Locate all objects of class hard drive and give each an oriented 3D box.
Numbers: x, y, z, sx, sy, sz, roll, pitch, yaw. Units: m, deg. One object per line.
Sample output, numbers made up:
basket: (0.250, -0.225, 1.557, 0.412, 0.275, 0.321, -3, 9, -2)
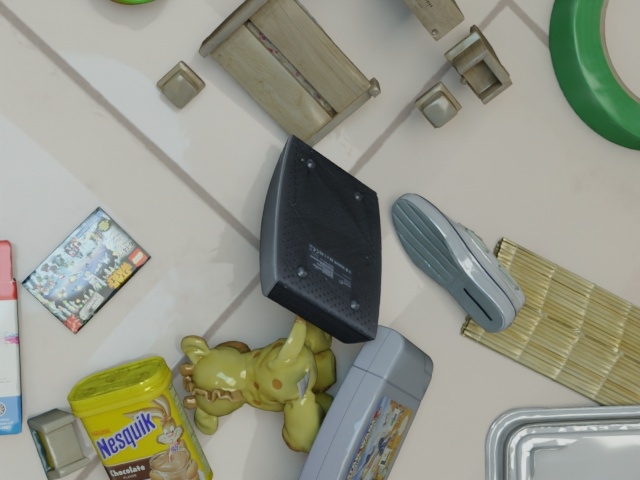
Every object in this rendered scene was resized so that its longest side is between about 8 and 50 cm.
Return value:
hard drive: (0.000, 0.000, 1.285, 0.172, 0.054, 0.254, 33, 39, -27)

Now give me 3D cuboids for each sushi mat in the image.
sushi mat: (0.360, 0.131, 1.471, 0.317, 0.019, 0.151, 27, 83, -12)

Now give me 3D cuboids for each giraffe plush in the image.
giraffe plush: (-0.082, 0.176, 1.295, 0.171, 0.210, 0.181, -4, 81, 13)

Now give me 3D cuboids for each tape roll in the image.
tape roll: (0.490, -0.290, 1.487, 0.321, 0.077, 0.321, 1, 88, -14)

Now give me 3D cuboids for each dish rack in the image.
dish rack: (0.400, 0.373, 1.430, 0.333, 0.072, 0.285, -1, 88, -8)

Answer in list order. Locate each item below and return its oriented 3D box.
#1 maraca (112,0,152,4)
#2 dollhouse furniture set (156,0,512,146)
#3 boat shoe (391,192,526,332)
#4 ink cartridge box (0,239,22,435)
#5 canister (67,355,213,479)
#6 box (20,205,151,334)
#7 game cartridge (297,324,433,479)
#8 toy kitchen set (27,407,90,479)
maraca: (-0.234, -0.371, 1.300, 0.127, 0.099, 0.185, 19, 58, -15)
dollhouse furniture set: (0.019, -0.232, 1.388, 0.355, 0.174, 0.303, -37, 112, 17)
boat shoe: (0.187, 0.022, 1.407, 0.076, 0.083, 0.226, -37, 90, -41)
ink cartridge box: (-0.430, 0.117, 1.242, 0.134, 0.078, 0.231, -2, 89, -15)
canister: (-0.216, 0.240, 1.266, 0.126, 0.073, 0.170, -17, 108, 12)
box: (-0.294, 0.037, 1.305, 0.094, 0.027, 0.137, 45, 79, -10)
game cartridge: (0.049, 0.260, 1.306, 0.062, 0.198, 0.297, 22, 83, 20)
toy kitchen set: (-0.383, 0.318, 1.249, 0.207, 0.122, 0.166, -21, 94, -34)
